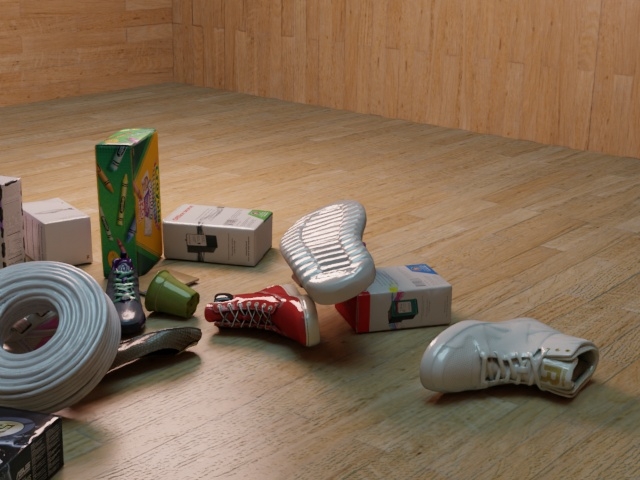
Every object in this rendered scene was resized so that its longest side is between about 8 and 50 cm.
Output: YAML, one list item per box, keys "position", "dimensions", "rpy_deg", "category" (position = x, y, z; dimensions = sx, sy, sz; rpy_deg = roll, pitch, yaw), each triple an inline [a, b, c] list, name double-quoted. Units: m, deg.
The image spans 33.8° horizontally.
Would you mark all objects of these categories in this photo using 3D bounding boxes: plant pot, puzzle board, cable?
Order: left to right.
- position: [-0.436, 0.142, 1.592]
  dimensions: [0.257, 0.089, 0.257]
  rpy_deg: [28, 59, 24]
  category: "cable"
- position: [-0.319, 0.085, 2.089]
  dimensions: [0.096, 0.011, 0.128]
  rpy_deg: [15, 23, 34]
  category: "puzzle board"
- position: [-0.267, 0.105, 1.932]
  dimensions: [0.079, 0.083, 0.083]
  rpy_deg: [20, 23, 19]
  category: "plant pot"

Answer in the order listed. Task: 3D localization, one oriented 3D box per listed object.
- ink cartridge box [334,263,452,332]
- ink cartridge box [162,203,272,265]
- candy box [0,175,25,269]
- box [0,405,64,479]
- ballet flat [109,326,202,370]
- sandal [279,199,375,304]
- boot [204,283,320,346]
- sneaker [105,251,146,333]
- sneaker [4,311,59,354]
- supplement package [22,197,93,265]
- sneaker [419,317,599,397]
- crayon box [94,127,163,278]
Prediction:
- position: [0.110, 0.106, 1.933]
  dimensions: [0.230, 0.078, 0.134]
  rpy_deg: [-4, 18, -16]
  category: "ink cartridge box"
- position: [-0.222, -0.014, 2.280]
  dimensions: [0.208, 0.087, 0.153]
  rpy_deg: [6, 18, 12]
  category: "ink cartridge box"
- position: [-0.689, -0.034, 2.134]
  dimensions: [0.164, 0.196, 0.070]
  rpy_deg: [8, 18, 20]
  category: "candy box"
- position: [-0.435, 0.283, 1.338]
  dimensions: [0.147, 0.078, 0.180]
  rpy_deg: [6, 18, 15]
  category: "box"
- position: [-0.297, 0.186, 1.708]
  dimensions: [0.249, 0.058, 0.084]
  rpy_deg: [-8, -18, -43]
  category: "ballet flat"
- position: [0.017, 0.037, 1.873]
  dimensions: [0.169, 0.102, 0.416]
  rpy_deg: [-18, 19, 6]
  category: "sandal"
- position: [-0.104, 0.136, 1.823]
  dimensions: [0.176, 0.089, 0.244]
  rpy_deg: [-5, 10, -17]
  category: "boot"
- position: [-0.364, 0.094, 1.910]
  dimensions: [0.083, 0.098, 0.224]
  rpy_deg: [-3, 18, -13]
  category: "sneaker"
- position: [-0.477, 0.139, 1.737]
  dimensions: [0.102, 0.111, 0.252]
  rpy_deg: [12, 21, 31]
  category: "sneaker"
- position: [-0.568, -0.016, 2.238]
  dimensions: [0.105, 0.105, 0.179]
  rpy_deg: [-11, 21, -34]
  category: "supplement package"
- position: [0.307, 0.188, 1.638]
  dimensions: [0.292, 0.108, 0.169]
  rpy_deg: [-11, 18, -37]
  category: "sneaker"
- position: [-0.389, -0.077, 2.153]
  dimensions: [0.081, 0.279, 0.165]
  rpy_deg: [2, 18, 9]
  category: "crayon box"
